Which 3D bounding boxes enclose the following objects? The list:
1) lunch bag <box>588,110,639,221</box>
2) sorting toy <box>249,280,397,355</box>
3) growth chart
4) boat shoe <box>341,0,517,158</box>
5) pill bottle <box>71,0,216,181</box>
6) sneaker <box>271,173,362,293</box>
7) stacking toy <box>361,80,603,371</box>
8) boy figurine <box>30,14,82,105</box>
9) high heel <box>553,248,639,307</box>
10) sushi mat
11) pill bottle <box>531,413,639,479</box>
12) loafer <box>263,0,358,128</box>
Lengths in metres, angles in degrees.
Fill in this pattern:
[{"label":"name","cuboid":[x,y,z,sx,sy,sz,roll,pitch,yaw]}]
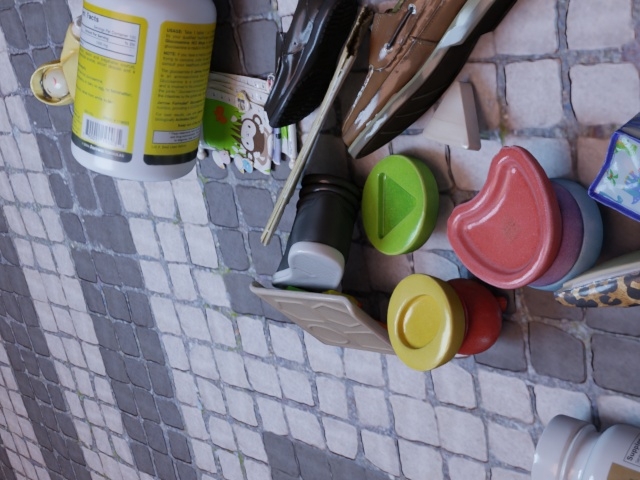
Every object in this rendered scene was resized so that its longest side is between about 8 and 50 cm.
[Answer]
[{"label":"lunch bag","cuboid":[0.357,-0.060,0.768,0.151,0.129,0.096,31,135,25]},{"label":"sorting toy","cuboid":[0.022,0.114,1.183,0.208,0.038,0.193,8,156,43]},{"label":"growth chart","cuboid":[-0.119,-0.179,1.232,0.237,0.021,0.172,13,121,39]},{"label":"boat shoe","cuboid":[0.110,-0.227,0.933,0.104,0.111,0.307,48,124,10]},{"label":"pill bottle","cuboid":[-0.252,-0.269,1.167,0.188,0.188,0.334,26,115,31]},{"label":"sneaker","cuboid":[0.000,0.000,1.171,0.104,0.147,0.296,16,161,-2]},{"label":"stacking toy","cuboid":[0.194,-0.015,1.001,0.309,0.130,0.279,-48,50,43]},{"label":"boy figurine","cuboid":[-0.395,-0.293,1.380,0.285,0.092,0.177,2,115,39]},{"label":"high heel","cuboid":[0.385,0.094,0.820,0.261,0.093,0.186,-15,96,27]},{"label":"sushi mat","cuboid":[-0.007,-0.143,1.050,0.019,0.151,0.316,25,129,-3]},{"label":"pill bottle","cuboid":[0.373,0.288,0.939,0.229,0.131,0.131,15,121,38]},{"label":"loafer","cuboid":[-0.023,-0.247,1.072,0.078,0.080,0.220,47,128,22]}]
